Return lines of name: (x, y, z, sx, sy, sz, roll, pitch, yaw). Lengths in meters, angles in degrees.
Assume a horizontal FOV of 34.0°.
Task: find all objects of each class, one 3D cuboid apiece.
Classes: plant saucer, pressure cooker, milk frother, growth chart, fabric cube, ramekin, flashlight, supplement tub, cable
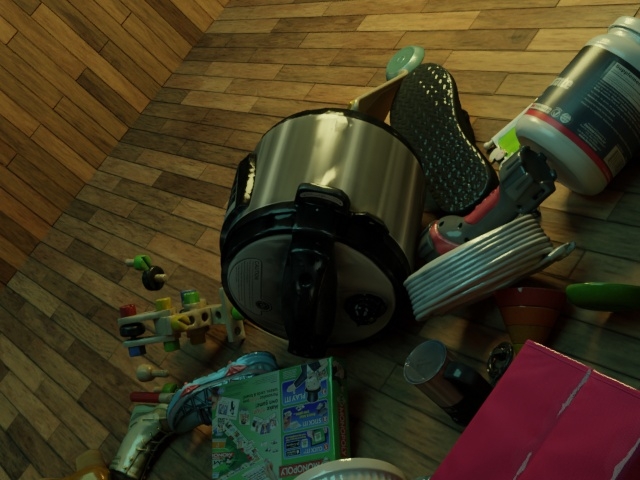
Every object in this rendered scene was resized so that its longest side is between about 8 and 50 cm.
plant saucer: (0.204, -0.442, 2.591, 0.119, 0.021, 0.119, -32, 34, 25)
pressure cooker: (0.006, 0.000, 1.979, 0.376, 0.370, 0.420, -24, 38, 35)
milk frother: (0.230, 0.202, 1.691, 0.129, 0.135, 0.143, -18, 41, 40)
growth chart: (0.417, -0.191, 2.028, 0.172, 0.021, 0.237, -46, 29, 6)
fabric cube: (0.331, 0.324, 1.306, 0.258, 0.254, 0.259, -54, 31, -7)
ramekin: (0.044, 0.436, 1.597, 0.207, 0.207, 0.109, -35, 41, 21)
flashlight: (0.289, -0.053, 1.854, 0.304, 0.103, 0.103, -50, 16, 45)
supplement tub: (0.489, -0.231, 1.810, 0.272, 0.191, 0.191, -48, 30, -1)
cable: (0.263, 0.049, 1.743, 0.257, 0.089, 0.257, -19, -11, -31)

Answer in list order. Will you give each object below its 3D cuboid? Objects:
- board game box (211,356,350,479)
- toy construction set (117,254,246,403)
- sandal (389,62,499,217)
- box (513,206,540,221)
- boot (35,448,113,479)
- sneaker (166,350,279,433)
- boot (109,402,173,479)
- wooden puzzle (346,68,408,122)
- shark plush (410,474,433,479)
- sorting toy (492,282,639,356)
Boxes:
board game box: (-0.080, 0.349, 1.926, 0.317, 0.046, 0.213, -19, 65, 38)
toy construction set: (-0.290, 0.211, 2.299, 0.237, 0.257, 0.308, -3, 71, 35)
sandal: (0.258, -0.196, 2.178, 0.168, 0.107, 0.445, -34, 45, 20)
box: (0.370, -0.062, 1.938, 0.067, 0.018, 0.083, -33, 33, 24)
boot: (-0.572, 0.602, 2.282, 0.295, 0.104, 0.211, -40, 30, 4)
sneaker: (-0.195, 0.327, 2.105, 0.262, 0.104, 0.125, -32, 48, 8)
boot: (-0.362, 0.434, 2.238, 0.213, 0.077, 0.165, -10, 48, 48)
wooden puzzle: (0.091, -0.263, 2.320, 0.239, 0.044, 0.221, -40, -17, -47)
shark plush: (0.213, 0.378, 1.575, 0.161, 0.067, 0.073, -5, 50, 49)
sorting toy: (0.416, 0.133, 1.595, 0.366, 0.127, 0.126, -8, 73, 49)
